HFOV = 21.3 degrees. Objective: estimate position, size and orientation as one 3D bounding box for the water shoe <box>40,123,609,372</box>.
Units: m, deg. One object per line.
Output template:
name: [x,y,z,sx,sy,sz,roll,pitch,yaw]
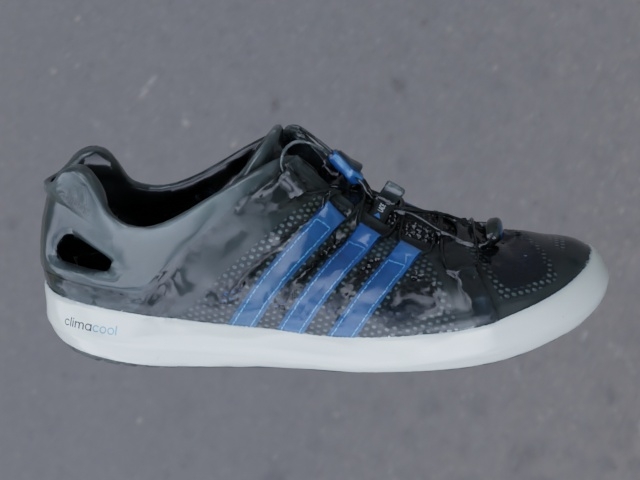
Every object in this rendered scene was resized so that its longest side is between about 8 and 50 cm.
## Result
water shoe: [0.000,0.000,0.598,0.203,0.073,0.080,-3,108,2]
